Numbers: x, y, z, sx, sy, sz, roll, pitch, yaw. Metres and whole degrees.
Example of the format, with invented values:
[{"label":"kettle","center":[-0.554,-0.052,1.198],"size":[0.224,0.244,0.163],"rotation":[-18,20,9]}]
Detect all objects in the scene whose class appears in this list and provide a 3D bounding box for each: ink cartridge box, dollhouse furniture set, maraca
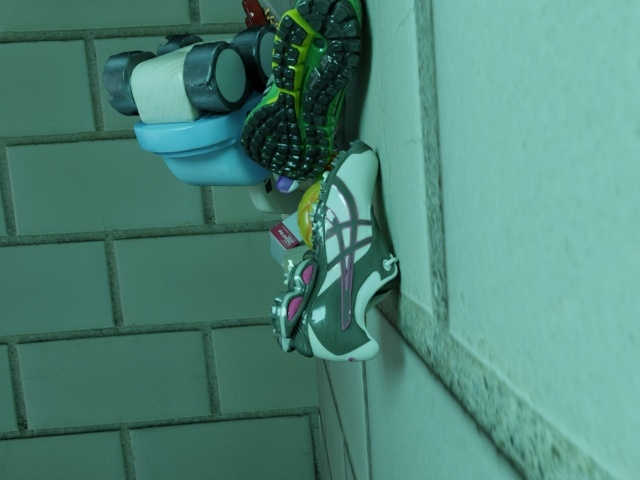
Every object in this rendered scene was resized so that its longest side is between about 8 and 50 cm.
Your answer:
[{"label":"ink cartridge box","center":[-0.030,-0.016,1.191],"size":[0.063,0.150,0.109],"rotation":[47,160,20]},{"label":"dollhouse furniture set","center":[0.001,0.100,1.124],"size":[0.182,0.101,0.161],"rotation":[60,-165,-76]},{"label":"maraca","center":[0.011,-0.040,0.865],"size":[0.186,0.099,0.127],"rotation":[-121,34,-66]}]

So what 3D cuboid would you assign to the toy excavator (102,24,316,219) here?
[{"label":"toy excavator","center":[-0.150,-0.176,1.094],"size":[0.433,0.222,0.445],"rotation":[-50,-43,-52]}]

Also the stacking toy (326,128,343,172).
[{"label":"stacking toy","center":[0.027,-0.078,1.019],"size":[0.167,0.052,0.221],"rotation":[-100,7,-62]}]

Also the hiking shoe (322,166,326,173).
[{"label":"hiking shoe","center":[-0.018,-0.224,1.482],"size":[0.114,0.086,0.227],"rotation":[121,142,-60]}]

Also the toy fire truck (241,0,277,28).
[{"label":"toy fire truck","center":[-0.071,-0.521,1.473],"size":[0.254,0.169,0.302],"rotation":[62,178,-4]}]

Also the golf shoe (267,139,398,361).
[{"label":"golf shoe","center":[0.037,0.011,0.653],"size":[0.105,0.120,0.273],"rotation":[79,-153,-64]}]

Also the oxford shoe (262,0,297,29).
[{"label":"oxford shoe","center":[-0.046,-0.427,1.121],"size":[0.130,0.132,0.364],"rotation":[150,116,-85]}]

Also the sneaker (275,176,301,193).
[{"label":"sneaker","center":[-0.044,-0.200,0.975],"size":[0.095,0.104,0.236],"rotation":[-158,86,-74]}]

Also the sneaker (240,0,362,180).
[{"label":"sneaker","center":[-0.014,-0.216,0.810],"size":[0.343,0.134,0.146],"rotation":[123,169,-51]}]
